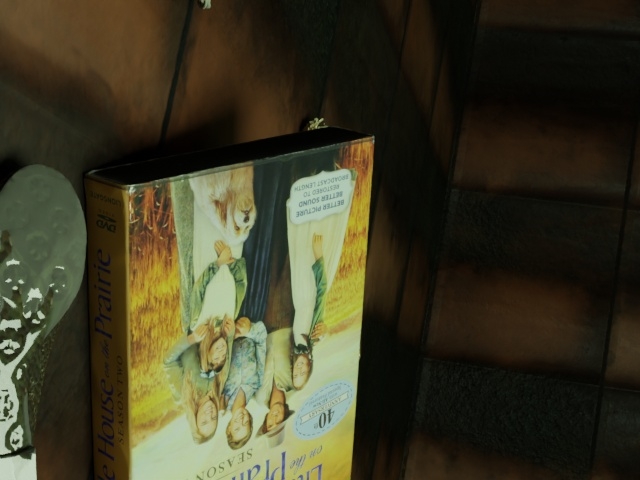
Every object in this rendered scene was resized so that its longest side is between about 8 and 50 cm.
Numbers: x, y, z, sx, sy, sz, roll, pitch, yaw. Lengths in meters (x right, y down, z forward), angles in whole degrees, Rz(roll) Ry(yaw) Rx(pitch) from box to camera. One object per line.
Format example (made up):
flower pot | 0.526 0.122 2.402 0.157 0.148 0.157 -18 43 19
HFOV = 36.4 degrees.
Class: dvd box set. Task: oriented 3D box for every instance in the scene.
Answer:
dvd box set | -0.077 0.118 0.922 0.307 0.062 0.421 -16 116 -46

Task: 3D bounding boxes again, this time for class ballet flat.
ballet flat | -0.211 0.072 0.646 0.084 0.058 0.250 13 78 -40

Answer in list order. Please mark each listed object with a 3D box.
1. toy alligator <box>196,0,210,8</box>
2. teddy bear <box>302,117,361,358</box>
toy alligator | -0.130 -0.253 0.785 0.051 0.056 0.190 -30 145 -15
teddy bear | 0.000 0.000 1.352 0.245 0.113 0.338 -35 125 -80
